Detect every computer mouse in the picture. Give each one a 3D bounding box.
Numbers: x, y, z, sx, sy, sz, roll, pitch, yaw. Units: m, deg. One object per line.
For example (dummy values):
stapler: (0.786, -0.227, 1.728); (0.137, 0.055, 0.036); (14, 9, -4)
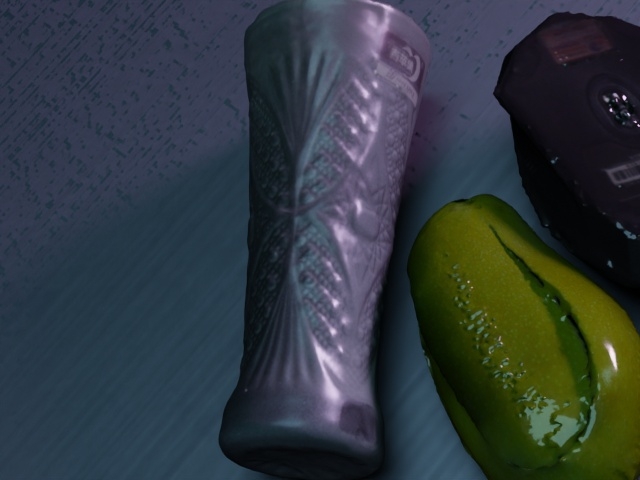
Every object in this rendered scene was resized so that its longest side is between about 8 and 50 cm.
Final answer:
computer mouse: (0.139, -0.037, 0.615); (0.099, 0.057, 0.172); (-14, 53, -11)

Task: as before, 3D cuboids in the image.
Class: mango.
mango: (0.092, 0.048, 0.584); (0.091, 0.074, 0.165); (-25, 50, 7)

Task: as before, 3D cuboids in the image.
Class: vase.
vase: (0.000, 0.000, 0.632); (0.096, 0.096, 0.219); (-3, 65, 18)
